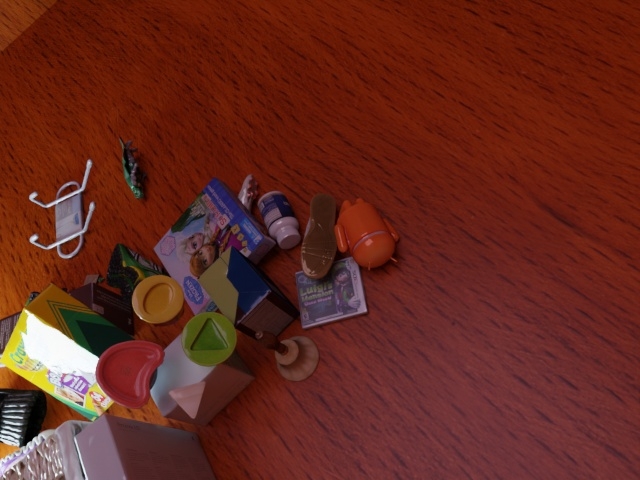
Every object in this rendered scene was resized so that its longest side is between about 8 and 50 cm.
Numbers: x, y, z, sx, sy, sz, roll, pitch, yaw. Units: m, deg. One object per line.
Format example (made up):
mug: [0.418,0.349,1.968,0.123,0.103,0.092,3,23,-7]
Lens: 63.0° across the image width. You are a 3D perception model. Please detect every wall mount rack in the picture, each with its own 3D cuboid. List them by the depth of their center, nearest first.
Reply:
wall mount rack: [-0.918,-0.125,1.915,0.304,0.130,0.350,-25,60,9]

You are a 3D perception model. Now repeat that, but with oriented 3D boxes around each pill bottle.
pill bottle: [-0.121,-0.060,1.580,0.094,0.094,0.169,-30,58,6]

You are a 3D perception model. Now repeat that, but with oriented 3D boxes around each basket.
basket: [-0.553,0.657,1.269,0.266,0.331,0.328,-37,57,4]

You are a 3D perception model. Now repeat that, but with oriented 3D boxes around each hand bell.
hand bell: [-0.102,0.272,1.322,0.126,0.242,0.126,-9,63,17]

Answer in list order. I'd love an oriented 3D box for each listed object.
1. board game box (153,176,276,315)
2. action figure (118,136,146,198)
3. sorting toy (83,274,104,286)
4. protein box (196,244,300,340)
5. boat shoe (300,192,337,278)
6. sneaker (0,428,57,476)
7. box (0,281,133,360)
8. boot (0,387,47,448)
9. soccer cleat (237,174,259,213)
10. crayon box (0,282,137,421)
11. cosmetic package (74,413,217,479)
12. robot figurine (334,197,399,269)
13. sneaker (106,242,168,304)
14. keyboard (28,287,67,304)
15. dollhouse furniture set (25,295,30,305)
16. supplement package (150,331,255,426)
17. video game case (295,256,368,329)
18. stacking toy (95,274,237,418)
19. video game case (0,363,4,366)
board game box: [-0.337,0.018,1.613,0.318,0.066,0.318,-48,57,8]
action figure: [-0.677,-0.249,1.899,0.063,0.137,0.232,-18,68,-1]
sorting toy: [-0.780,0.145,1.795,0.083,0.012,0.062,-3,60,24]
protein box: [-0.194,0.155,1.440,0.136,0.201,0.200,-44,58,-3]
boat shoe: [0.000,0.000,1.505,0.098,0.096,0.277,9,59,0]
sneaker: [-0.850,0.658,1.531,0.236,0.095,0.104,-35,65,2]
box: [-0.805,0.278,1.636,0.381,0.191,0.143,-19,60,12]
boot: [-0.998,0.606,1.593,0.260,0.131,0.348,12,99,-3]
soccer cleat: [-0.249,-0.124,1.682,0.076,0.068,0.196,-4,67,24]
crayon box: [-0.665,0.316,1.405,0.363,0.313,0.106,-43,15,40]
cosmetic package: [-0.365,0.569,1.204,0.097,0.377,0.284,-36,57,2]
robot figurine: [0.123,-0.015,1.439,0.128,0.158,0.219,-40,56,20]
sneaker: [-0.584,0.115,1.675,0.343,0.146,0.134,34,106,45]
keyboard: [-0.900,0.209,1.770,0.180,0.023,0.108,8,77,5]
dollhouse furniture set: [-0.931,0.222,1.792,0.152,0.058,0.076,7,69,25]
supplement package: [-0.324,0.362,1.392,0.194,0.203,0.149,-44,58,-3]
video game case: [0.028,0.145,1.462,0.190,0.022,0.173,-17,60,14]
stacking toy: [-0.370,0.275,1.282,0.279,0.130,0.309,26,65,-2]
video game case: [-1.086,0.365,1.809,0.157,0.019,0.143,-13,61,16]
